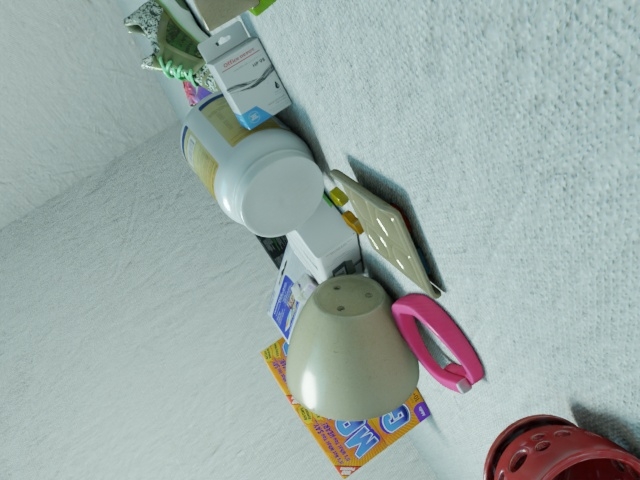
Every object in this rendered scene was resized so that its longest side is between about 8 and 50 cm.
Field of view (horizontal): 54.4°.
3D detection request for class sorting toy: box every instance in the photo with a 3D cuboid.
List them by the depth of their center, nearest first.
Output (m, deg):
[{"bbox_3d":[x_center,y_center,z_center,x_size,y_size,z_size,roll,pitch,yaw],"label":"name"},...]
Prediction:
[{"bbox_3d":[0.101,-0.037,1.147,0.229,0.041,0.307,56,173,-34],"label":"sorting toy"}]

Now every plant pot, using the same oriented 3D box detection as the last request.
[{"bbox_3d":[0.317,0.335,0.825,0.191,0.191,0.174,57,174,-8],"label":"plant pot"}]

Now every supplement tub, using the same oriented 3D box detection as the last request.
[{"bbox_3d":[-0.152,-0.172,1.371,0.316,0.228,0.228,49,169,41],"label":"supplement tub"}]

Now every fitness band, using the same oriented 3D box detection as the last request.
[{"bbox_3d":[0.229,0.206,1.274,0.209,0.054,0.291,56,170,0],"label":"fitness band"}]

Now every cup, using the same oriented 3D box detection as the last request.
[{"bbox_3d":[0.070,0.223,1.483,0.331,0.331,0.237,45,147,51],"label":"cup"}]

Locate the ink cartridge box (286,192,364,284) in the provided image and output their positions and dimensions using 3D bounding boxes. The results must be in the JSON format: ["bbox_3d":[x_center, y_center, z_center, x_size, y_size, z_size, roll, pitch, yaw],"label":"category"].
[{"bbox_3d":[0.000,0.000,1.549,0.198,0.115,0.273,52,171,24],"label":"ink cartridge box"}]

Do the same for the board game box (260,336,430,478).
[{"bbox_3d":[0.077,0.475,2.082,0.356,0.356,0.356,61,170,-28],"label":"board game box"}]

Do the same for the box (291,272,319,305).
[{"bbox_3d":[0.062,0.202,1.713,0.324,0.063,0.067,35,-165,-26],"label":"box"}]

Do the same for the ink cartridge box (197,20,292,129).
[{"bbox_3d":[-0.147,-0.320,1.208,0.180,0.104,0.060,60,171,-28],"label":"ink cartridge box"}]

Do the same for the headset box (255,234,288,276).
[{"bbox_3d":[-0.133,0.014,2.223,0.246,0.131,0.283,59,174,-22],"label":"headset box"}]

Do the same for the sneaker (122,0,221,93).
[{"bbox_3d":[-0.357,-0.456,1.589,0.410,0.182,0.158,53,171,14],"label":"sneaker"}]

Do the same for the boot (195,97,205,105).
[{"bbox_3d":[-0.232,-0.239,1.732,0.222,0.118,0.338,60,169,25],"label":"boot"}]

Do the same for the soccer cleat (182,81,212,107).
[{"bbox_3d":[-0.356,-0.454,1.803,0.318,0.116,0.108,55,171,3],"label":"soccer cleat"}]

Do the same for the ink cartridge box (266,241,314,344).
[{"bbox_3d":[-0.060,0.126,1.858,0.072,0.303,0.307,16,-174,-17],"label":"ink cartridge box"}]

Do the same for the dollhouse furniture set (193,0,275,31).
[{"bbox_3d":[-0.209,-0.451,0.910,0.301,0.151,0.197,49,169,38],"label":"dollhouse furniture set"}]
